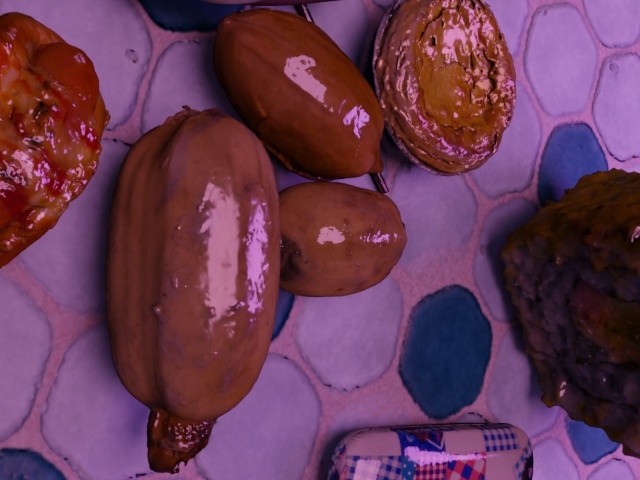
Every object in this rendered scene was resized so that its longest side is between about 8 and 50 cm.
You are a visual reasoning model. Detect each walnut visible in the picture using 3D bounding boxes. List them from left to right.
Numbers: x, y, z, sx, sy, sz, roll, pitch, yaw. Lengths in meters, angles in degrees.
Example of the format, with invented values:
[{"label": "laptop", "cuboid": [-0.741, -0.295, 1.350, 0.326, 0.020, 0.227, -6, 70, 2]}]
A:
[{"label": "walnut", "cuboid": [-0.017, -0.146, 0.882, 0.245, 0.137, 0.137, 46, 65, -26]}]

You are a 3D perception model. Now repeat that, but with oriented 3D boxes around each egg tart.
[{"label": "egg tart", "cuboid": [0.143, -0.192, 1.021, 0.234, 0.094, 0.234, 1, 88, -38]}]

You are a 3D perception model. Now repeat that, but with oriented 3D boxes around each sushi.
[{"label": "sushi", "cuboid": [0.456, 0.098, 1.067, 0.240, 0.396, 0.351, -28, 111, -35]}]

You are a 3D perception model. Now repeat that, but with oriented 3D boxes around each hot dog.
[{"label": "hot dog", "cuboid": [-0.274, -0.077, 0.689, 0.150, 0.153, 0.257, 43, 67, -28]}]

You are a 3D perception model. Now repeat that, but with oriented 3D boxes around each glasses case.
[{"label": "glasses case", "cuboid": [0.145, 0.291, 1.035, 0.327, 0.076, 0.125, 7, 84, -36]}]

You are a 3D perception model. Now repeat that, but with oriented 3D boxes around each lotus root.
[{"label": "lotus root", "cuboid": [-0.118, 0.047, 0.790, 0.151, 0.169, 0.343, 0, 92, -51]}, {"label": "lotus root", "cuboid": [0.000, 0.000, 0.911, 0.221, 0.118, 0.125, -2, 77, -34]}]

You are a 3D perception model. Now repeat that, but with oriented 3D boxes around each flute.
[{"label": "flute", "cuboid": [0.024, -0.173, 0.984, 0.014, 0.014, 0.269, -36, 110, -30]}]

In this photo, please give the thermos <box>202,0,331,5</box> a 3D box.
[{"label": "thermos", "cuboid": [-0.069, -0.295, 0.832, 0.265, 0.176, 0.146, -18, 138, -30]}]
